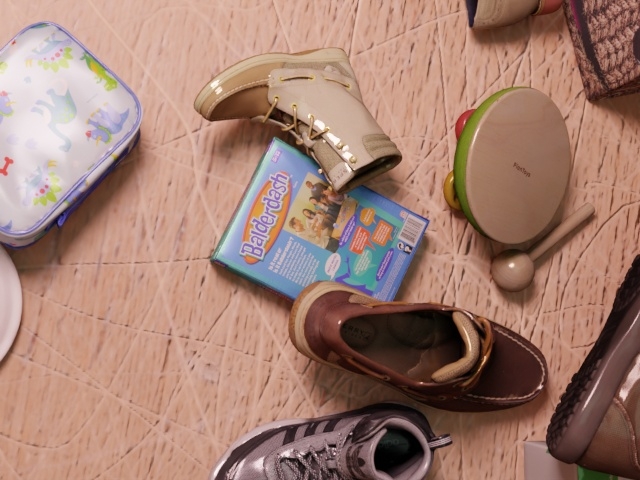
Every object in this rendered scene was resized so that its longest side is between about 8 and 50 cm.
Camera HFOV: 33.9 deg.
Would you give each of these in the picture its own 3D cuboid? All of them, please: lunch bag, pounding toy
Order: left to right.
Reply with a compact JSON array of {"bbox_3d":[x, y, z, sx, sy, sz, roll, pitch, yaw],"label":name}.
[{"bbox_3d":[-0.310,-0.110,1.139,0.176,0.090,0.219,42,72,-3],"label":"lunch bag"},{"bbox_3d":[0.210,-0.073,1.263,0.183,0.110,0.237,-46,125,-23],"label":"pounding toy"}]

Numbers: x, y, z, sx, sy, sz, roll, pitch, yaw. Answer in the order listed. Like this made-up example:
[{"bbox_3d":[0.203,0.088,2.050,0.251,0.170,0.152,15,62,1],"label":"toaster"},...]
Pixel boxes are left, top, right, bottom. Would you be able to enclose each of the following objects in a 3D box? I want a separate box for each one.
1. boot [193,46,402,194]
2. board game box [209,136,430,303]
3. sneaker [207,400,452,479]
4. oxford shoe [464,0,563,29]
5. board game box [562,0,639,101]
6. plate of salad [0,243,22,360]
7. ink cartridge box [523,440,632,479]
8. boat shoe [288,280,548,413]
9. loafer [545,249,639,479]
[{"bbox_3d":[-0.020,-0.126,1.173,0.213,0.077,0.165,-18,71,-36],"label":"boot"},{"bbox_3d":[0.000,0.000,1.223,0.210,0.047,0.160,28,80,-9],"label":"board game box"},{"bbox_3d":[0.011,0.240,1.148,0.268,0.153,0.101,-14,87,-13],"label":"sneaker"},{"bbox_3d":[0.176,-0.424,1.267,0.130,0.123,0.348,-22,89,-8],"label":"oxford shoe"},{"bbox_3d":[0.408,-0.313,1.218,0.141,0.291,0.232,-13,87,-13],"label":"board game box"},{"bbox_3d":[-0.423,0.067,1.124,0.199,0.048,0.200,1,88,-23],"label":"plate of salad"},{"bbox_3d":[0.361,0.281,1.222,0.208,0.153,0.087,1,85,-11],"label":"ink cartridge box"},{"bbox_3d":[0.135,0.128,1.172,0.342,0.123,0.123,21,83,-27],"label":"boat shoe"},{"bbox_3d":[0.381,0.101,1.138,0.130,0.134,0.366,32,83,4],"label":"loafer"}]
